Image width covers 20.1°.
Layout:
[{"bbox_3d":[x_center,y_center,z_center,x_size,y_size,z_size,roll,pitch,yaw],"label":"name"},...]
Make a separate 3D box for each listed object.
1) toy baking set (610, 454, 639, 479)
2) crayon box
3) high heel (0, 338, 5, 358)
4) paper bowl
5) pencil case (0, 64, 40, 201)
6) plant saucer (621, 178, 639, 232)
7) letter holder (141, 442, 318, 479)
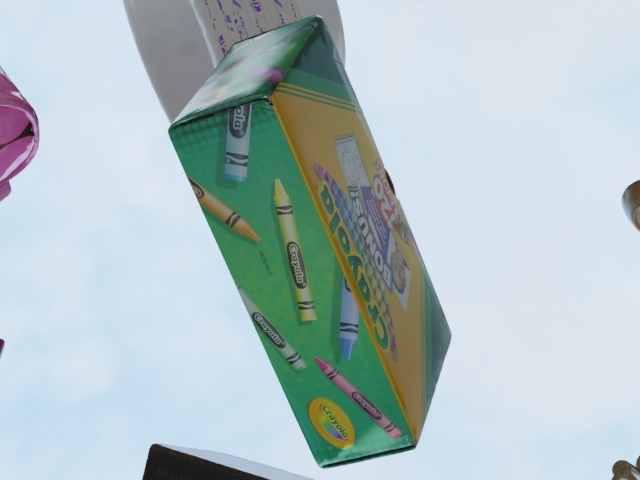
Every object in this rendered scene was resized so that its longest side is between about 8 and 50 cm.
[{"bbox_3d":[0.223,0.268,1.532,0.197,0.256,0.030,-39,-120,-19],"label":"toy baking set"},{"bbox_3d":[0.000,0.000,1.287,0.081,0.278,0.165,-15,-159,20],"label":"crayon box"},{"bbox_3d":[-0.417,0.071,1.680,0.244,0.082,0.117,38,-100,-1],"label":"high heel"},{"bbox_3d":[-0.078,-0.207,1.711,0.148,0.284,0.284,-21,-125,-17],"label":"paper bowl"},{"bbox_3d":[-0.270,-0.115,1.204,0.095,0.098,0.209,-33,-121,-9],"label":"pencil case"},{"bbox_3d":[0.277,-0.018,1.430,0.083,0.083,0.015,16,-122,13],"label":"plant saucer"},{"bbox_3d":[0.017,0.284,1.512,0.302,0.214,0.152,13,-92,32],"label":"letter holder"}]
